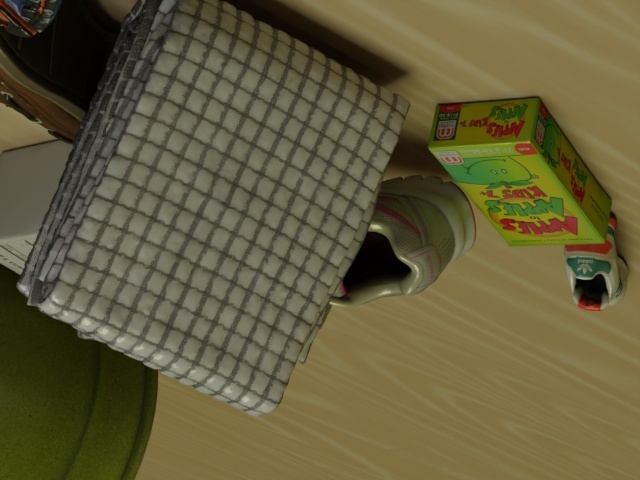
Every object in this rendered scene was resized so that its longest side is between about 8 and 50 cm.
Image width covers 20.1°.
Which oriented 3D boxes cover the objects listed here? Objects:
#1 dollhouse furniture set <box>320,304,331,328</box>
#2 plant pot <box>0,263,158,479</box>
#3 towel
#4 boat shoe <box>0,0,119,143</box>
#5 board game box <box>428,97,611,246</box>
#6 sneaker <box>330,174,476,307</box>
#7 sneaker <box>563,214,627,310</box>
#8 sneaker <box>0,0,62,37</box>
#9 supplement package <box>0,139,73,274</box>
[{"bbox_3d":[-0.070,0.023,1.727,0.123,0.144,0.151,32,164,-28],"label":"dollhouse furniture set"},{"bbox_3d":[-0.418,0.144,1.823,0.366,0.366,0.353,-11,151,42],"label":"plant pot"},{"bbox_3d":[-0.086,-0.030,1.415,0.235,0.283,0.121,26,173,-29],"label":"towel"},{"bbox_3d":[-0.235,-0.149,1.432,0.104,0.110,0.307,-2,152,29],"label":"boat shoe"},{"bbox_3d":[0.172,-0.054,1.528,0.092,0.043,0.181,-3,152,29],"label":"board game box"},{"bbox_3d":[0.000,0.000,1.554,0.252,0.111,0.103,-3,114,22],"label":"sneaker"},{"bbox_3d":[0.247,0.037,1.654,0.057,0.075,0.161,5,155,15],"label":"sneaker"},{"bbox_3d":[-0.184,-0.243,1.249,0.083,0.087,0.221,28,136,-13],"label":"sneaker"},{"bbox_3d":[-0.221,-0.028,1.699,0.179,0.105,0.105,-8,149,38],"label":"supplement package"}]
